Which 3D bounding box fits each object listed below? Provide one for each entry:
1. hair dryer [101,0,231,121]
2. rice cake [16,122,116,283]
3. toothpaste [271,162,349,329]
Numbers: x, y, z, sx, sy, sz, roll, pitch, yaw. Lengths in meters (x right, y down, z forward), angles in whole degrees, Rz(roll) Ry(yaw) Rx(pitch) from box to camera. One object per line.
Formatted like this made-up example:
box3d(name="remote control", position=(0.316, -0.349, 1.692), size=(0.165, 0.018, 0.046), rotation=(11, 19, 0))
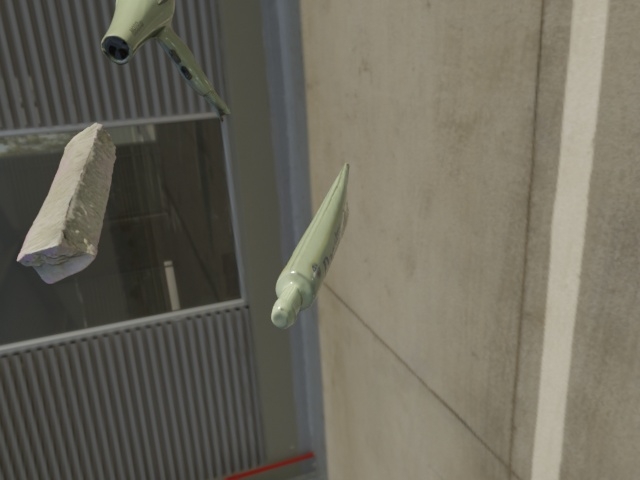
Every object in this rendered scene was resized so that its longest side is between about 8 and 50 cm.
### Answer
box3d(name="hair dryer", position=(-0.240, -0.277, 0.911), size=(0.267, 0.092, 0.229), rotation=(61, -157, -19))
box3d(name="rice cake", position=(-0.301, -0.060, 0.736), size=(0.056, 0.073, 0.365), rotation=(56, -175, -33))
box3d(name="toothpaste", position=(0.000, 0.000, 0.584), size=(0.255, 0.037, 0.067), rotation=(-63, -26, -56))
